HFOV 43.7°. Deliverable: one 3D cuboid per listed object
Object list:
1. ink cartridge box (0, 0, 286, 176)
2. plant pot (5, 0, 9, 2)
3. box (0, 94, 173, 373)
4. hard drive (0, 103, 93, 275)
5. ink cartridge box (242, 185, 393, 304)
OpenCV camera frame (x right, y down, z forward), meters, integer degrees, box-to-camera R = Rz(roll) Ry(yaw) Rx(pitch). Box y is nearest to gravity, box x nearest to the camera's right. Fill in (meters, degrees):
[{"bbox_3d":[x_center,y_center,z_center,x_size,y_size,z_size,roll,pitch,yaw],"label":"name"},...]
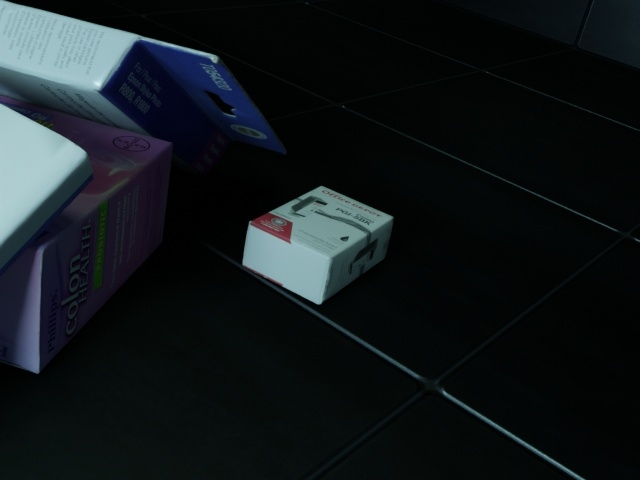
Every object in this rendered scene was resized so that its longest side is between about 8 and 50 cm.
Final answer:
[{"bbox_3d":[-0.225,-0.147,0.835,0.330,0.071,0.324,18,-5,11],"label":"ink cartridge box"},{"bbox_3d":[-0.504,-0.235,0.907,0.291,0.203,0.291,9,28,-5],"label":"plant pot"},{"bbox_3d":[-0.279,-0.024,0.702,0.214,0.117,0.243,16,29,7],"label":"box"},{"bbox_3d":[-0.335,0.013,0.521,0.210,0.040,0.318,27,60,14],"label":"hard drive"},{"bbox_3d":[0.000,0.000,0.832,0.099,0.056,0.135,25,31,23],"label":"ink cartridge box"}]
